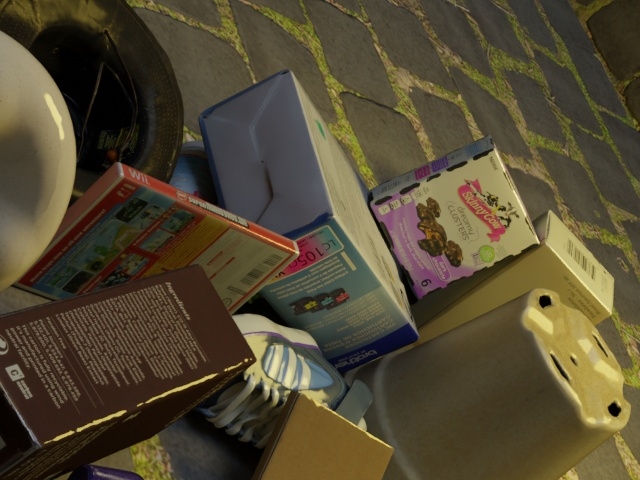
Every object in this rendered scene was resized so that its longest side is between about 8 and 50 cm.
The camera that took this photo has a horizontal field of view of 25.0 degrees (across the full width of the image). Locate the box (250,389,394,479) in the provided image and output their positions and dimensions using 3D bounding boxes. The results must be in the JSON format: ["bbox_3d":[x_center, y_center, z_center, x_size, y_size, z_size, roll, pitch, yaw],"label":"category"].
[{"bbox_3d":[-0.011,0.303,1.709,0.164,0.021,0.201,35,71,-30],"label":"box"}]

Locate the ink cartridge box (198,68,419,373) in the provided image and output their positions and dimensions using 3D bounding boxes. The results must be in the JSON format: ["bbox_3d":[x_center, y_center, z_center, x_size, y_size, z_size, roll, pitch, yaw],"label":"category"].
[{"bbox_3d":[0.000,0.000,1.982,0.395,0.151,0.270,51,18,-50],"label":"ink cartridge box"}]

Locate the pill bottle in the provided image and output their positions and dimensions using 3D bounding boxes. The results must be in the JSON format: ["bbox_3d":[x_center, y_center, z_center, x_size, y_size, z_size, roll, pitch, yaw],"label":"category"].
[{"bbox_3d":[-0.179,-0.065,1.938,0.087,0.087,0.160,41,30,-21],"label":"pill bottle"}]

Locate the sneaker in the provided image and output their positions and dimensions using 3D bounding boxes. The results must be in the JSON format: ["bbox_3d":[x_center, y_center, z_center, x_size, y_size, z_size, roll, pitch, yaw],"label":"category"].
[{"bbox_3d":[-0.048,0.223,1.755,0.323,0.130,0.236,12,44,-59],"label":"sneaker"}]

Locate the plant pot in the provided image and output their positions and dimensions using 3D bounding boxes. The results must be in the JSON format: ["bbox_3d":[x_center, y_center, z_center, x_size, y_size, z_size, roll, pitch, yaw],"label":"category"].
[{"bbox_3d":[0.246,0.235,2.005,0.334,0.305,0.334,38,31,-28],"label":"plant pot"}]

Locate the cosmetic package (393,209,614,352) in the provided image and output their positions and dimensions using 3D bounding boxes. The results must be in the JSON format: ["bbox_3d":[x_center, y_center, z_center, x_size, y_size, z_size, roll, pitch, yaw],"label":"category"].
[{"bbox_3d":[0.275,0.111,2.190,0.160,0.309,0.113,45,28,-13],"label":"cosmetic package"}]

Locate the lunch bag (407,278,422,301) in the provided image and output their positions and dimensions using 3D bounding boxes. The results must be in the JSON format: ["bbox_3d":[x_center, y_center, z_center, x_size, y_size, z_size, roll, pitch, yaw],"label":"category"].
[{"bbox_3d":[0.235,0.032,2.439,0.224,0.108,0.279,34,33,-29],"label":"lunch bag"}]

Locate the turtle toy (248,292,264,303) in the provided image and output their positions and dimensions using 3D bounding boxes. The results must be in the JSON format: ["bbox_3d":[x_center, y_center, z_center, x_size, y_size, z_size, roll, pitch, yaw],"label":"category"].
[{"bbox_3d":[-0.116,0.030,1.942,0.130,0.066,0.095,69,10,26],"label":"turtle toy"}]

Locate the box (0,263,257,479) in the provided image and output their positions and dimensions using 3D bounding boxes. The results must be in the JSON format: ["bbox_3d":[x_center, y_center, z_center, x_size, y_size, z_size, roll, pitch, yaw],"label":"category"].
[{"bbox_3d":[-0.254,0.151,1.465,0.143,0.191,0.381,57,29,8],"label":"box"}]

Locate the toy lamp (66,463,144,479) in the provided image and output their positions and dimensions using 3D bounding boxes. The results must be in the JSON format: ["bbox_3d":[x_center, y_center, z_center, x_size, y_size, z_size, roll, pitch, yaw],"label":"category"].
[{"bbox_3d":[-0.156,0.315,1.546,0.274,0.080,0.080,36,32,-32],"label":"toy lamp"}]

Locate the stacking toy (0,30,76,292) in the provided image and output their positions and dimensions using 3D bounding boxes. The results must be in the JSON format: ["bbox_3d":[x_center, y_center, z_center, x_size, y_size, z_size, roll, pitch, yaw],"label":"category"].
[{"bbox_3d":[-0.472,-0.166,1.467,0.350,0.350,0.480,27,19,-40],"label":"stacking toy"}]

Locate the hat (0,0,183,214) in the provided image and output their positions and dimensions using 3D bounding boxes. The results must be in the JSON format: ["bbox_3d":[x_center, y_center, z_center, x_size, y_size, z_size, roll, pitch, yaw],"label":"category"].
[{"bbox_3d":[-0.309,-0.160,1.689,0.331,0.134,0.331,12,76,-55],"label":"hat"}]

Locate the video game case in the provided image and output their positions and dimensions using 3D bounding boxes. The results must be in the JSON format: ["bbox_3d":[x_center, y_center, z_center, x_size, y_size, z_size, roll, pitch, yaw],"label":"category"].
[{"bbox_3d":[-0.191,0.025,1.689,0.285,0.204,0.025,25,34,-42],"label":"video game case"}]

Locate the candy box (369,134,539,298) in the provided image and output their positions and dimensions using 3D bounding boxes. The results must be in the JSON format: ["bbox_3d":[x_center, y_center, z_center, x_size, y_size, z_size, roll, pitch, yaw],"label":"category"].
[{"bbox_3d":[0.192,-0.034,2.080,0.165,0.196,0.070,62,10,-18],"label":"candy box"}]
